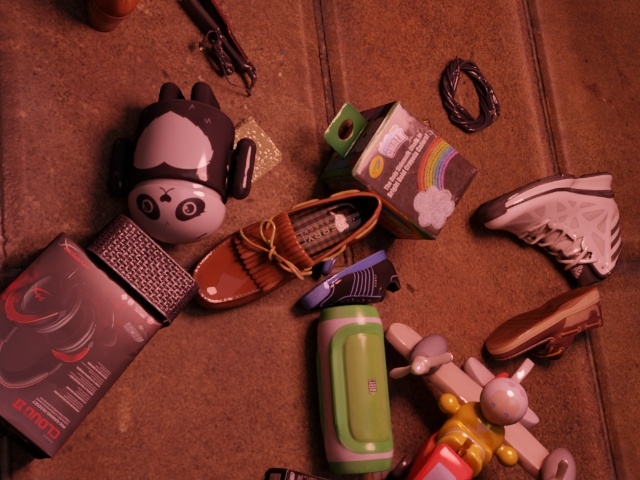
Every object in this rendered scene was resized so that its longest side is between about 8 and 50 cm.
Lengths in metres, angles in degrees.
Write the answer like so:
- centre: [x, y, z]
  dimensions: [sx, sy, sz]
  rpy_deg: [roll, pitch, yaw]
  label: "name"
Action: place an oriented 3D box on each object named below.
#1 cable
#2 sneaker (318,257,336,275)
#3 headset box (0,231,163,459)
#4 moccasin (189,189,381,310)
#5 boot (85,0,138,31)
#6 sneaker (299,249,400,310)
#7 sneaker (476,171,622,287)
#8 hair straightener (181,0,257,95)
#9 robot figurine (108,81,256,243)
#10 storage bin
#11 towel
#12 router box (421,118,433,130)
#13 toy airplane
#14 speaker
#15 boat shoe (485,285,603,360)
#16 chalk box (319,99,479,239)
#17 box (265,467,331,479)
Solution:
- centre: [0.346, -0.347, 1.845]
  dimensions: [0.150, 0.047, 0.185]
  rpy_deg: [-23, 92, -29]
  label: "cable"
- centre: [0.000, 0.000, 1.523]
  dimensions: [0.059, 0.053, 0.144]
  rpy_deg: [9, 67, -24]
  label: "sneaker"
- centre: [-0.420, 0.170, 1.176]
  dimensions: [0.218, 0.110, 0.293]
  rpy_deg: [46, 58, -13]
  label: "headset box"
- centre: [-0.057, 0.012, 1.399]
  dimensions: [0.380, 0.147, 0.139]
  rpy_deg: [-20, 82, -18]
  label: "moccasin"
- centre: [-0.366, -0.528, 1.341]
  dimensions: [0.109, 0.220, 0.283]
  rpy_deg: [-1, 77, -32]
  label: "boot"
- centre: [0.066, 0.098, 1.516]
  dimensions: [0.232, 0.081, 0.090]
  rpy_deg: [-26, 84, -36]
  label: "sneaker"
- centre: [0.565, -0.012, 1.804]
  dimensions: [0.447, 0.169, 0.258]
  rpy_deg: [-9, 80, -36]
  label: "sneaker"
- centre: [-0.203, -0.378, 1.514]
  dimensions: [0.089, 0.047, 0.230]
  rpy_deg: [-37, 101, -34]
  label: "hair straightener"
- centre: [-0.237, -0.133, 1.336]
  dimensions: [0.173, 0.209, 0.278]
  rpy_deg: [20, 66, -40]
  label: "robot figurine"
- centre: [-0.302, 0.056, 1.274]
  dimensions: [0.180, 0.122, 0.084]
  rpy_deg: [46, 58, -13]
  label: "storage bin"
- centre: [-0.146, -0.160, 1.491]
  dimensions: [0.110, 0.027, 0.148]
  rpy_deg: [51, 56, -10]
  label: "towel"
- centre: [0.201, -0.211, 1.714]
  dimensions: [0.122, 0.038, 0.092]
  rpy_deg: [-18, 87, -35]
  label: "router box"
- centre: [0.319, 0.336, 1.485]
  dimensions: [0.386, 0.272, 0.384]
  rpy_deg: [8, 51, -16]
  label: "toy airplane"
- centre: [0.063, 0.274, 1.438]
  dimensions: [0.131, 0.131, 0.297]
  rpy_deg: [4, 74, -31]
  label: "speaker"
- centre: [0.515, 0.211, 1.743]
  dimensions: [0.342, 0.123, 0.123]
  rpy_deg: [-21, 94, -34]
  label: "boat shoe"
- centre: [0.128, -0.152, 1.547]
  dimensions: [0.289, 0.179, 0.180]
  rpy_deg: [37, 78, -18]
  label: "chalk box"
- centre: [-0.031, 0.498, 1.343]
  dimensions: [0.147, 0.077, 0.180]
  rpy_deg: [22, 66, -25]
  label: "box"
